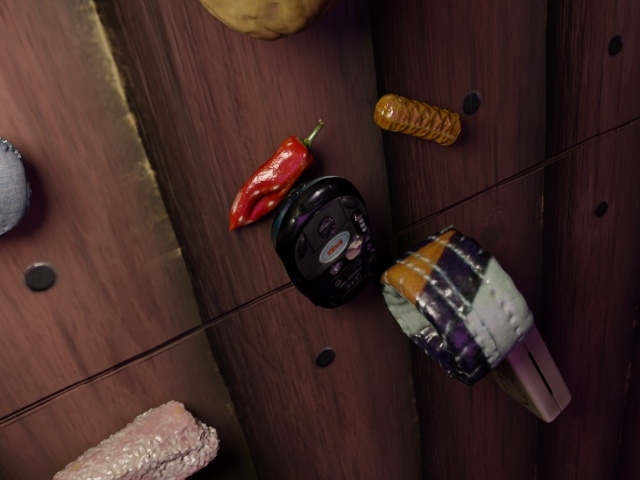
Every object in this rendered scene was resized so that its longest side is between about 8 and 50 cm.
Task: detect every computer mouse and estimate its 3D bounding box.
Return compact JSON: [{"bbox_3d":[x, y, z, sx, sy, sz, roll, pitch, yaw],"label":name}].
[{"bbox_3d":[0.000,0.000,0.849,0.137,0.096,0.233,-37,141,-13],"label":"computer mouse"}]

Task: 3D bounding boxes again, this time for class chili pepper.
[{"bbox_3d":[-0.058,-0.083,0.802,0.191,0.050,0.059,-49,146,7],"label":"chili pepper"}]

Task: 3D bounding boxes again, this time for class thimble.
[{"bbox_3d":[0.205,0.104,0.962,0.150,0.237,0.237,-37,127,-9],"label":"thimble"}]

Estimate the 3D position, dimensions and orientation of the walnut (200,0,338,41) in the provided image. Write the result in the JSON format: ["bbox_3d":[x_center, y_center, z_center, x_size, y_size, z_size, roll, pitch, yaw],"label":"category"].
[{"bbox_3d":[-0.067,-0.312,0.595,0.198,0.198,0.245,-43,127,-8],"label":"walnut"}]

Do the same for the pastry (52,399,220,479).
[{"bbox_3d":[-0.271,0.318,0.833,0.265,0.103,0.112,-37,120,-15],"label":"pastry"}]

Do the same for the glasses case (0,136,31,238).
[{"bbox_3d":[-0.426,-0.041,0.575,0.283,0.067,0.109,-10,115,-31],"label":"glasses case"}]

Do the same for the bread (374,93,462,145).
[{"bbox_3d":[0.144,-0.175,0.891,0.157,0.044,0.052,7,115,-34],"label":"bread"}]

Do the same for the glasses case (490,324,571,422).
[{"bbox_3d":[0.365,0.217,1.165,0.076,0.144,0.336,-45,128,-8],"label":"glasses case"}]
